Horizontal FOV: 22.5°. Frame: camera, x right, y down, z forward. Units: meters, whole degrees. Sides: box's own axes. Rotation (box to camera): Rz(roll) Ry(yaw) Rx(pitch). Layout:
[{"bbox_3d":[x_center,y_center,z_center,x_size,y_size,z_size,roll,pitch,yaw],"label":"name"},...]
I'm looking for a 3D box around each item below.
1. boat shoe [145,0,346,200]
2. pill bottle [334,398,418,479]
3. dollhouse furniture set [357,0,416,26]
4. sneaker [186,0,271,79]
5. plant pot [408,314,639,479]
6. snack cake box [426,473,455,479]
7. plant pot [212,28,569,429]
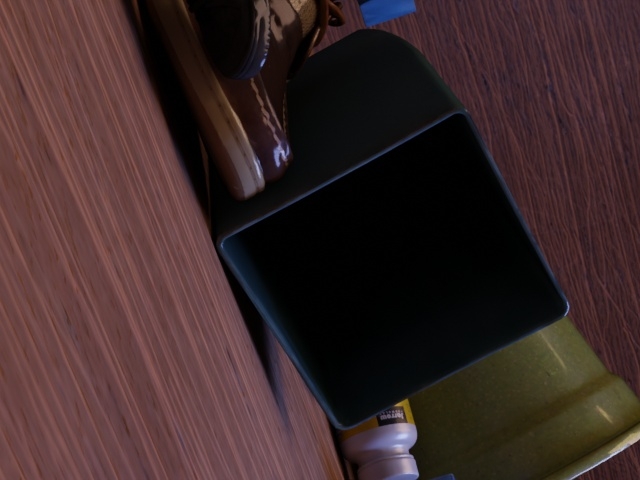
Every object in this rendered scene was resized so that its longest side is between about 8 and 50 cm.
[{"bbox_3d":[-0.043,-0.169,1.016,0.342,0.123,0.123,-103,174,-47],"label":"boat shoe"},{"bbox_3d":[0.041,0.141,1.302,0.065,0.065,0.116,63,11,-69],"label":"pill bottle"},{"bbox_3d":[-0.006,-0.192,1.193,0.129,0.183,0.129,66,8,-61],"label":"dollhouse furniture set"},{"bbox_3d":[-0.084,-0.169,0.871,0.051,0.089,0.170,-20,-104,53],"label":"sneaker"},{"bbox_3d":[0.125,0.111,1.438,0.254,0.276,0.276,62,2,8],"label":"plant pot"},{"bbox_3d":[0.100,0.306,1.253,0.264,0.089,0.152,66,7,-59],"label":"snack cake box"},{"bbox_3d":[0.027,-0.034,1.060,0.166,0.165,0.234,58,6,-31],"label":"plant pot"}]
